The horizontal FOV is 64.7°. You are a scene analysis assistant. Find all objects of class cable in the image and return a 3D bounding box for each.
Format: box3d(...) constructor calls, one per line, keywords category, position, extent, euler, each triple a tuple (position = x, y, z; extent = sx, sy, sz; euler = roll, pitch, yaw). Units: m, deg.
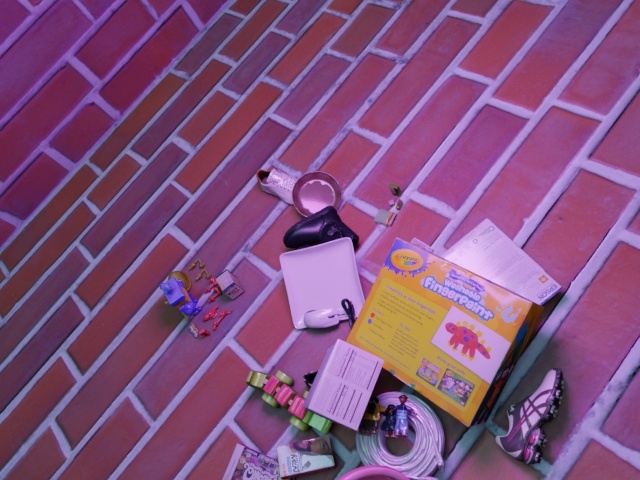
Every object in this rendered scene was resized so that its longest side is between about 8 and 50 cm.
box3d(category="cable", position=(0.233, 0.577, 1.473), extent=(0.257, 0.089, 0.257), euler=(-10, 58, 21))

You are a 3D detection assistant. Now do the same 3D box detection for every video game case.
box3d(category="video game case", position=(-0.208, 0.783, 1.590), extent=(0.232, 0.042, 0.210), euler=(11, 68, 29))
box3d(category="video game case", position=(0.326, 0.057, 1.768), extent=(0.087, 0.011, 0.122), euler=(34, 81, 35))

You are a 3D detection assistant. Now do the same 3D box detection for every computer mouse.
box3d(category="computer mouse", position=(0.027, 0.265, 1.736), extent=(0.192, 0.042, 0.106), euler=(-14, 86, 17))

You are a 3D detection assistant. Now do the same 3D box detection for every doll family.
box3d(category="doll family", position=(0.183, 0.498, 1.445), extent=(0.192, 0.076, 0.111), euler=(-1, 57, 20))

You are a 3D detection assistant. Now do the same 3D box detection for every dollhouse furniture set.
box3d(category="dollhouse furniture set", position=(0.254, -0.131, 1.878), extent=(0.076, 0.058, 0.152), euler=(20, 72, 33))

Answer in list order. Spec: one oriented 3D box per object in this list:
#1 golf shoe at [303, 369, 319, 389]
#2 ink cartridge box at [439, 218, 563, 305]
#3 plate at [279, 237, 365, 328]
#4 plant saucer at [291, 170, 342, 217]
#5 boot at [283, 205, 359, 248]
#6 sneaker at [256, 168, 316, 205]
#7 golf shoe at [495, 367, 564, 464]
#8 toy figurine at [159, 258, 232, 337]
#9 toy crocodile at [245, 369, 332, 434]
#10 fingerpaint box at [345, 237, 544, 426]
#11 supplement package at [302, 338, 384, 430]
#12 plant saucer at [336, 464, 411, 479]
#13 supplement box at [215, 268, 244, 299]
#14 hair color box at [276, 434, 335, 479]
box3d(category="golf shoe", position=(0.036, 0.457, 1.630), extent=(0.198, 0.094, 0.077), euler=(-7, 59, 20))
box3d(category="ink cartridge box", position=(0.515, 0.144, 1.597), extent=(0.324, 0.071, 0.330), euler=(-39, 57, 2))
box3d(category="plate", position=(0.011, 0.153, 1.789), extent=(0.277, 0.045, 0.278), euler=(-14, 85, 17))
box3d(category="plant saucer", position=(-0.015, -0.176, 2.007), extent=(0.198, 0.036, 0.199), euler=(0, 78, -1))
box3d(category="boot", position=(0.000, 0.000, 1.880), extent=(0.246, 0.094, 0.207), euler=(-32, 50, -2))
box3d(category="sneaker", position=(-0.150, -0.225, 2.083), extent=(0.290, 0.123, 0.106), euler=(17, 69, 28))
box3d(category="golf shoe", position=(0.575, 0.460, 1.372), extent=(0.120, 0.105, 0.273), euler=(18, 71, 39))
box3d(category="toy figurine", position=(-0.531, 0.184, 1.971), extent=(0.191, 0.217, 0.363), euler=(-38, 54, 1))
box3d(category="toy crocodile", position=(-0.101, 0.518, 1.651), extent=(0.340, 0.105, 0.115), euler=(26, 76, 33))
box3d(category="fingerpaint box", position=(0.352, 0.252, 1.487), extent=(0.444, 0.163, 0.371), euler=(28, 95, 37))
box3d(category="supplement package", position=(0.059, 0.422, 1.470), extent=(0.145, 0.262, 0.204), euler=(24, 72, 3))
box3d(category="plant saucer", position=(0.120, 0.755, 1.332), extent=(0.332, 0.332, 0.084), euler=(-56, 13, -12))
box3d(category="supplement box", position=(-0.353, 0.173, 1.976), extent=(0.056, 0.083, 0.083), euler=(-38, 53, 2))
box3d(category="hair color box", position=(-0.045, 0.663, 1.546), extent=(0.167, 0.053, 0.093), euler=(-11, 57, -4))
